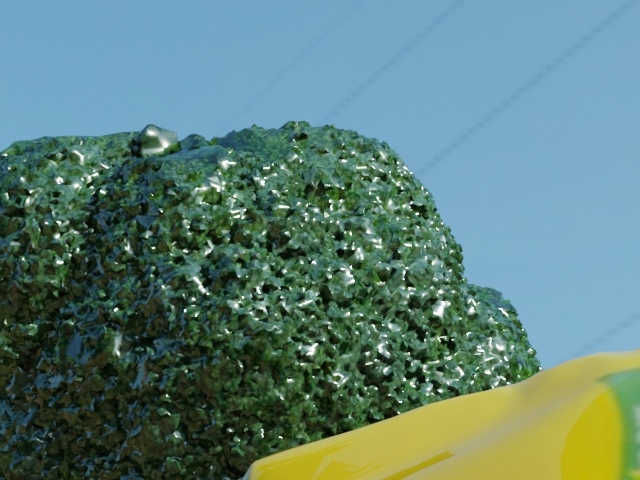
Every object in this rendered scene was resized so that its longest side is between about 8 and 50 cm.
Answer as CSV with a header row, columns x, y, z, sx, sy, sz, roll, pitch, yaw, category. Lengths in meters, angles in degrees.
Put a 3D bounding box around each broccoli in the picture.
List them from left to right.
x,y,z,sx,sy,sz,roll,pitch,yaw,category
-0.051,0.066,0.814,0.254,0.269,0.269,-39,-26,-21,broccoli

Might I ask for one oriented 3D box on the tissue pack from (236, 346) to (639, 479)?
x,y,z,sx,sy,sz,roll,pitch,yaw,category
0.043,0.246,0.315,0.228,0.382,0.293,-14,-63,14,tissue pack
